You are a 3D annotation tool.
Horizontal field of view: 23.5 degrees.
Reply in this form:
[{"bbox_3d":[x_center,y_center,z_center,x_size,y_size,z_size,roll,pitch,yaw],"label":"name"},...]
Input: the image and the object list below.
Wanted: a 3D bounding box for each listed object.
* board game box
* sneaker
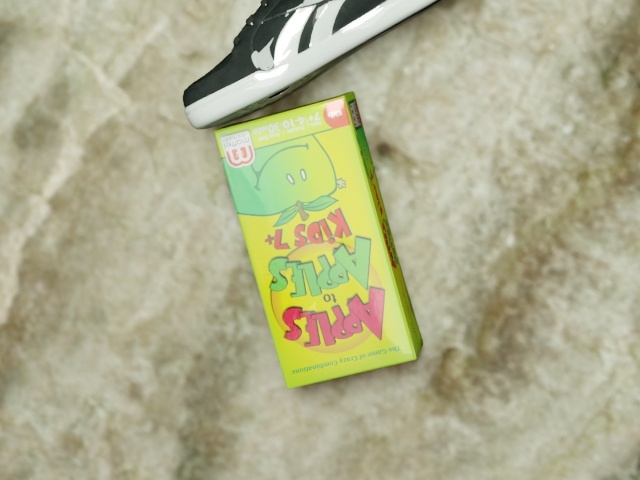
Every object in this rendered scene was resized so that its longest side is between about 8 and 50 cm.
[{"bbox_3d":[0.000,0.000,1.033,0.092,0.043,0.181,-14,97,11],"label":"board game box"},{"bbox_3d":[-0.014,-0.171,0.995,0.217,0.079,0.121,-30,90,5],"label":"sneaker"}]
